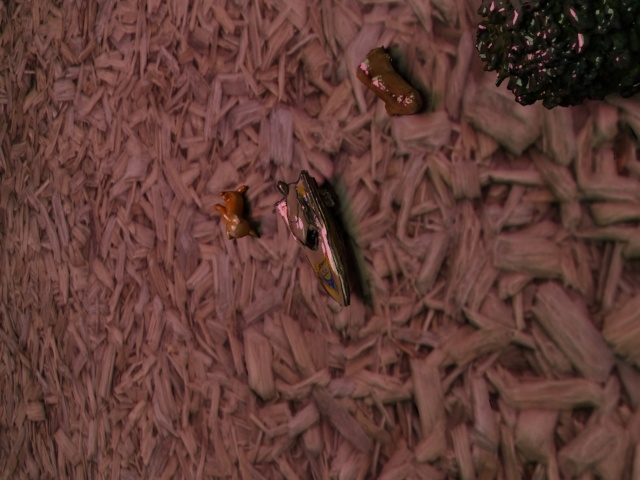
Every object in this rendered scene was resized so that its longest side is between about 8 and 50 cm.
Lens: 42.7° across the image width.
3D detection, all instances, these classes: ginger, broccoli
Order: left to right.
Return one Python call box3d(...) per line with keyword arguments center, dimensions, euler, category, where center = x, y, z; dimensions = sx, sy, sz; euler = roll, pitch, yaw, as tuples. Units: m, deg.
box3d(center=(0.085, -0.204, 1.056), dimensions=(0.057, 0.044, 0.137), euler=(-46, 57, 19), category="ginger")
box3d(center=(0.250, -0.270, 0.783), dimensions=(0.198, 0.177, 0.275), euler=(-11, 70, 56), category="broccoli")

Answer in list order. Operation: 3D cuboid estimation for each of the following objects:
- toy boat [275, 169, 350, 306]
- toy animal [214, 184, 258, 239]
box3d(center=(0.000, 0.000, 1.143), dimensions=(0.084, 0.066, 0.210), euler=(-46, 57, 42), category="toy boat")
box3d(center=(-0.129, -0.041, 1.317), dimensions=(0.081, 0.060, 0.083), euler=(-45, 48, -4), category="toy animal")
